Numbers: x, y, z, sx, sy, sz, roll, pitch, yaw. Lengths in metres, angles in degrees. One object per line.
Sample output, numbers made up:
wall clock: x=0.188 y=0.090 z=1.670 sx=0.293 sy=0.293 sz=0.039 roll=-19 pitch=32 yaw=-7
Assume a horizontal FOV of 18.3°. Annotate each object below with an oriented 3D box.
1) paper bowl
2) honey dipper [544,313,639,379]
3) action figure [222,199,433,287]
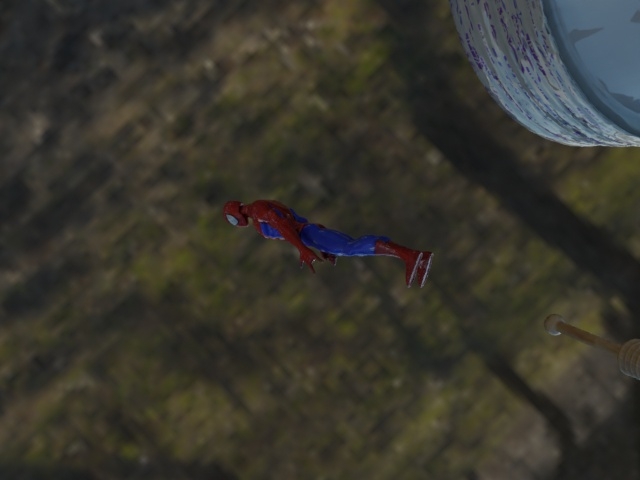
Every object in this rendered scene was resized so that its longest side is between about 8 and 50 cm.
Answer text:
paper bowl: x=0.231 y=-0.208 z=1.396 sx=0.148 sy=0.284 sz=0.284 roll=1 pitch=-151 yaw=47
honey dipper: x=0.228 y=0.083 z=1.597 sx=0.030 sy=0.030 sz=0.160 roll=-42 pitch=-156 yaw=-11
action figure: x=0.000 y=0.000 z=1.048 sx=0.038 sy=0.115 sz=0.030 roll=-9 pitch=118 yaw=-69
